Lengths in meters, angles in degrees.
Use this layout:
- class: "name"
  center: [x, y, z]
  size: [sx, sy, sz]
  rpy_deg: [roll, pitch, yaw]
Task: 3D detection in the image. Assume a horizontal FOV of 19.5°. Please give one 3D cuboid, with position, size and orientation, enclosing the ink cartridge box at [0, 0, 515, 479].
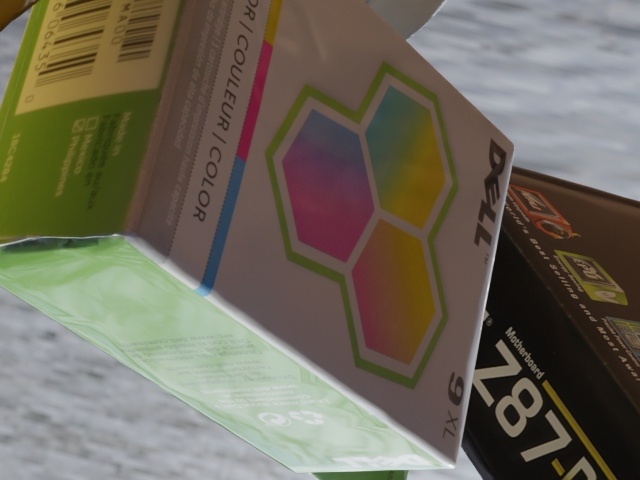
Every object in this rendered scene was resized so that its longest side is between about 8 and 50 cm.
- class: "ink cartridge box"
  center: [0.000, 0.000, 0.536]
  size: [0.062, 0.109, 0.209]
  rpy_deg: [-7, 149, 36]

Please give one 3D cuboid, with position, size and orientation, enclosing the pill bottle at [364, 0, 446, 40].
- class: "pill bottle"
  center: [-0.043, -0.180, 0.760]
  size: [0.136, 0.136, 0.246]
  rpy_deg: [2, 151, 42]

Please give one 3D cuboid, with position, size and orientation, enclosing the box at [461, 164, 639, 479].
- class: "box"
  center: [0.227, 0.139, 0.856]
  size: [0.318, 0.097, 0.395]
  rpy_deg: [14, -148, -43]

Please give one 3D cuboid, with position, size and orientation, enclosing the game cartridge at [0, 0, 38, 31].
- class: "game cartridge"
  center: [-0.134, -0.166, 0.528]
  size: [0.324, 0.285, 0.052]
  rpy_deg: [38, 161, 39]
